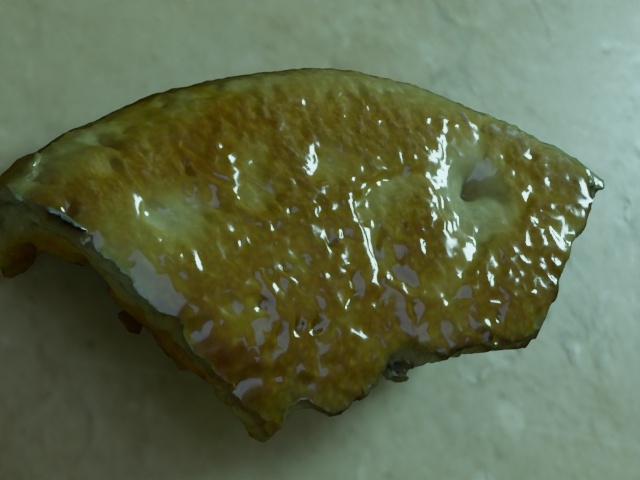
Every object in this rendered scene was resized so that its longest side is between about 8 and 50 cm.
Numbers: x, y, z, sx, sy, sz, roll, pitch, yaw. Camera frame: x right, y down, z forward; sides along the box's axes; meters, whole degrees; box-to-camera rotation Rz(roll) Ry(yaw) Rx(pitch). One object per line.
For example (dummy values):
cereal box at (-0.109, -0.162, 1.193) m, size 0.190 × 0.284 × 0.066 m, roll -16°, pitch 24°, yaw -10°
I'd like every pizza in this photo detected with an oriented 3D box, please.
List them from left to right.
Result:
pizza at (0.000, 0.000, 0.874) m, size 0.365 × 0.074 × 0.182 m, roll -10°, pitch 72°, yaw -35°
